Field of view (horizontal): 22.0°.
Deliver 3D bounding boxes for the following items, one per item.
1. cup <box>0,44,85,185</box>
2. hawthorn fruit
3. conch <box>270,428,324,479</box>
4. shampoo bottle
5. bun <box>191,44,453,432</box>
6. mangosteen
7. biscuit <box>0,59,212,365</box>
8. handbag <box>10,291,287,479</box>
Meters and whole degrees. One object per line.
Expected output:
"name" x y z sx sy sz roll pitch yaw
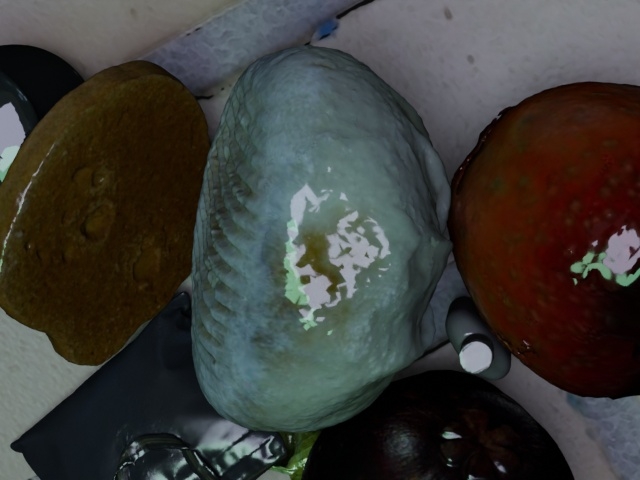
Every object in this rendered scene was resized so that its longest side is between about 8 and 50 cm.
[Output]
"cup" -0.306 -0.077 1.589 0.169 0.176 0.223 -7 95 11
"hawthorn fruit" 0.263 0.000 1.471 0.316 0.316 0.316 1 97 7
"conch" -0.030 0.201 1.642 0.074 0.089 0.121 -43 66 46
"shampoo bottle" 0.150 0.097 1.562 0.040 0.165 0.080 -39 91 10
"bun" 0.000 0.000 1.486 0.211 0.362 0.362 6 98 -11
"mangosteen" 0.108 0.275 1.562 0.233 0.287 0.287 25 102 44
"biscuit" -0.200 -0.028 1.562 0.049 0.257 0.273 28 75 39
"handbag" -0.173 0.209 1.643 0.254 0.089 0.211 -41 67 13
